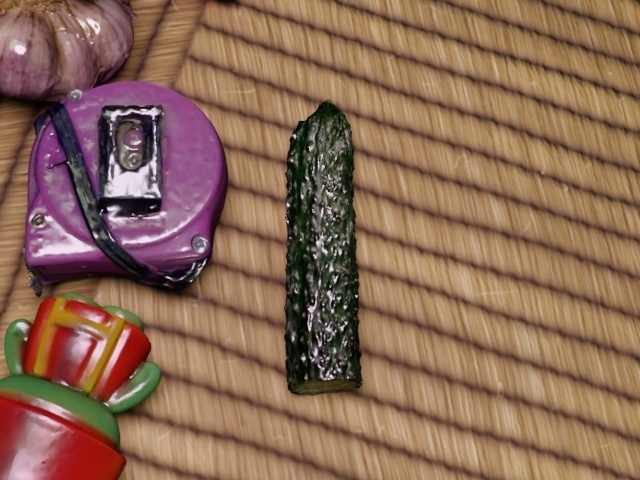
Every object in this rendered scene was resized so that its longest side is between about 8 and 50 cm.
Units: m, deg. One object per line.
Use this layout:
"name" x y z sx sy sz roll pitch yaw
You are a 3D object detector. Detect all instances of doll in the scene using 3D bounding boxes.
"doll" -0.302 0.231 0.991 0.182 0.160 0.363 21 73 -1

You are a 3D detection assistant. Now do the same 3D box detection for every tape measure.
"tape measure" -0.222 -0.059 1.088 0.231 0.149 0.245 -5 74 -6

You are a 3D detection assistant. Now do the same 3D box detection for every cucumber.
"cucumber" 0.000 0.000 1.126 0.096 0.096 0.360 -1 74 -7

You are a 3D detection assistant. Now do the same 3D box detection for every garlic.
"garlic" -0.349 -0.248 1.130 0.244 0.161 0.245 14 40 -12
